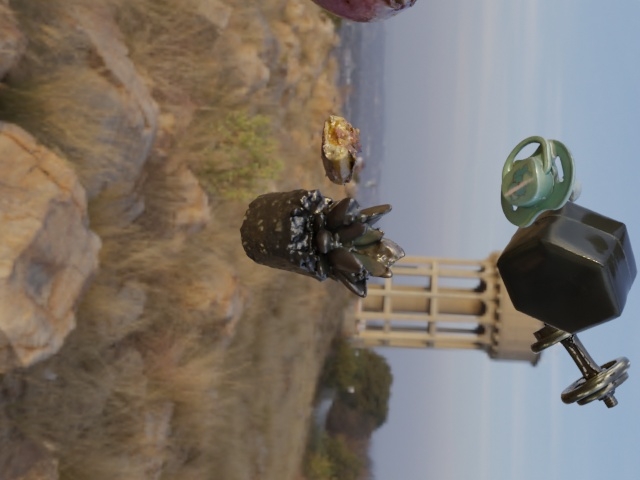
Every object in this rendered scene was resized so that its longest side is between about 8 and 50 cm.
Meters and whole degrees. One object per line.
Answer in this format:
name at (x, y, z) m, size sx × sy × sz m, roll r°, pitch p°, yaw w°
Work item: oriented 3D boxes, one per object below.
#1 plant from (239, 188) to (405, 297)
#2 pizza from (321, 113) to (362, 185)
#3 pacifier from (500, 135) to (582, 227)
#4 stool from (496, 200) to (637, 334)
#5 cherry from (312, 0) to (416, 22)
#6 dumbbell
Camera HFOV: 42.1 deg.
plant at (0.000, 0.000, 1.681) m, size 0.181 × 0.320 × 0.194 m, roll 24°, pitch 76°, yaw -52°
pizza at (0.052, -0.205, 1.881) m, size 0.305 × 0.085 × 0.161 m, roll -67°, pitch 157°, yaw -79°
pacifier at (0.328, -0.086, 1.209) m, size 0.150 × 0.116 × 0.127 m, roll -48°, pitch -133°, yaw 50°
stool at (0.449, 0.048, 1.510) m, size 0.141 × 0.232 × 0.232 m, roll -53°, pitch 155°, yaw -36°
cherry at (0.043, -0.390, 1.090) m, size 0.175 × 0.249 × 0.192 m, roll -33°, pitch 134°, yaw -50°
dumbbell at (0.640, 0.285, 2.056) m, size 0.290 × 0.192 × 0.192 m, roll 58°, pitch -2°, yaw 10°
